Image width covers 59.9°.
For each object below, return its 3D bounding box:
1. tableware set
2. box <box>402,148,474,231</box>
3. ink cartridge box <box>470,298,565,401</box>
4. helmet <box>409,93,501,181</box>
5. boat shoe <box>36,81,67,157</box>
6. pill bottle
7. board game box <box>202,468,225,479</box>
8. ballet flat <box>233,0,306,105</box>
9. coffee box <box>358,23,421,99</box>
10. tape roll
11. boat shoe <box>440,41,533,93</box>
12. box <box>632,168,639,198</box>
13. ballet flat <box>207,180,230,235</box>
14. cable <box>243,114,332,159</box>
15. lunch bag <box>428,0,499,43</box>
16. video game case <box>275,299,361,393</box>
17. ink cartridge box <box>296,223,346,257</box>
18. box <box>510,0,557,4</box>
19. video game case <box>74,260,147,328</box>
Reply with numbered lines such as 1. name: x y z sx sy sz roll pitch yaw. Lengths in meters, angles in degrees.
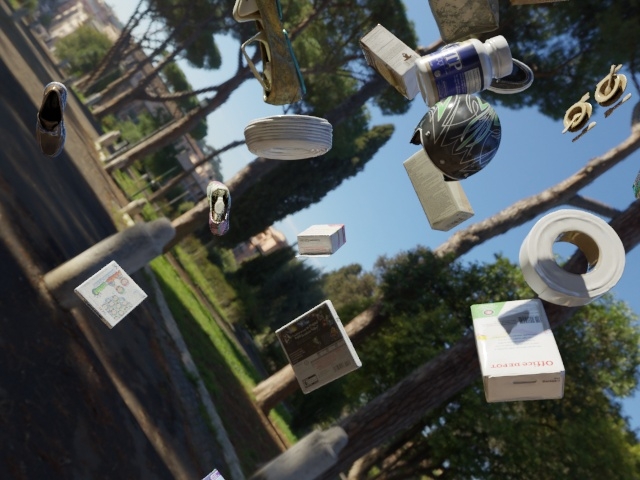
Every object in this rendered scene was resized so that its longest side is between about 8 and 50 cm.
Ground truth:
1. tableware set: 0.710 -0.361 1.456 0.039 0.128 0.194 21 -37 -17
2. box: 0.459 -0.205 2.170 0.121 0.148 0.311 7 58 -48
3. ink cartridge box: 0.542 0.304 1.552 0.278 0.201 0.117 -81 160 -54
4. helmet: 0.262 -0.196 1.063 0.169 0.169 0.161 57 -8 -6
5. boat shoe: -0.644 -0.281 1.318 0.066 0.066 0.183 -119 -141 -63
6. pill bottle: 0.306 -0.366 1.192 0.112 0.186 0.112 -19 90 -84
7. board game box: -0.295 0.701 1.443 0.136 0.035 0.201 46 20 14
8. ballet flat: -0.127 -0.464 1.212 0.123 0.123 0.349 -138 -150 -62
9. coffee box: 0.259 -0.626 1.947 0.246 0.098 0.141 51 0 31
10. tape roll: 0.759 0.054 1.687 0.286 0.286 0.100 54 -10 19
11. boat shoe: 0.507 -0.526 1.671 0.301 0.108 0.102 18 4 -4
12. box: 0.876 -0.154 1.359 0.105 0.179 0.043 70 21 -56
13. ballet flat: -0.321 -0.120 1.764 0.079 0.076 0.222 112 -24 -51
14. cable: -0.094 -0.296 1.600 0.257 0.257 0.089 1 88 -62
15. lunch bag: 0.339 -0.687 1.385 0.287 0.168 0.235 47 44 -47
16. video game case: -0.009 0.262 1.355 0.022 0.190 0.173 -10 69 -54
17. ink cartridge box: 0.000 0.000 1.763 0.198 0.115 0.067 -39 125 -68
18. box: 0.559 -0.632 1.289 0.201 0.164 0.021 113 -34 -70
19. video game case: -0.585 0.150 1.561 0.143 0.019 0.157 48 35 -8
